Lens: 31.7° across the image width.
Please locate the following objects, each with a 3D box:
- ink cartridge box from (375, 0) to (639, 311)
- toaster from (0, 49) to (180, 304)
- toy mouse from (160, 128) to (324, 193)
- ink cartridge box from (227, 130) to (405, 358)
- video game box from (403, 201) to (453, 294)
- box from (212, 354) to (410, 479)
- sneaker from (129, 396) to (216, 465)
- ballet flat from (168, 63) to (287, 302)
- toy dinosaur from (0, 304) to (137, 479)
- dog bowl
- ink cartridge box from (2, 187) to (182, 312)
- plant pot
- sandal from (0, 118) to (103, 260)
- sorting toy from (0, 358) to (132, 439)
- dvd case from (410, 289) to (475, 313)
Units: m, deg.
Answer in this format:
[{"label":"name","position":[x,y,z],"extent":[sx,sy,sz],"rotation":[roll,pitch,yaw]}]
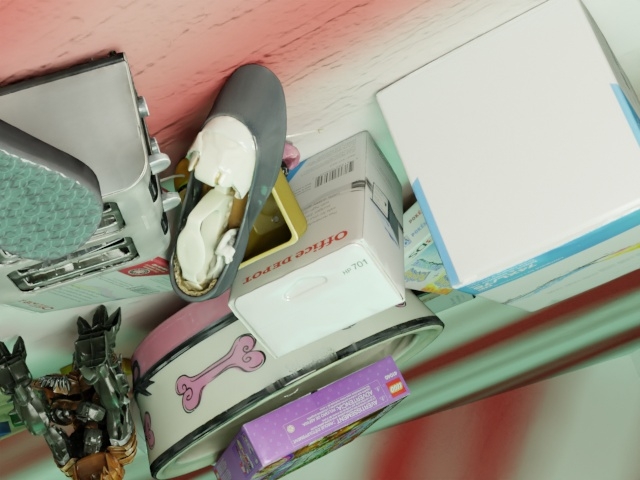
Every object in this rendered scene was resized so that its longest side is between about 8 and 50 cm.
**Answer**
[{"label":"ink cartridge box","position":[0.215,-0.065,1.060],"extent":[0.197,0.198,0.270],"rotation":[-26,162,19]},{"label":"toaster","position":[-0.202,-0.041,0.819],"extent":[0.186,0.110,0.168],"rotation":[-17,163,-8]},{"label":"toy mouse","position":[-0.061,-0.079,0.996],"extent":[0.143,0.031,0.161],"rotation":[-27,162,24]},{"label":"ink cartridge box","position":[0.000,0.000,1.043],"extent":[0.140,0.190,0.082],"rotation":[-25,121,19]},{"label":"video game box","position":[0.164,-0.015,1.347],"extent":[0.187,0.048,0.205],"rotation":[-42,155,20]},{"label":"box","position":[-0.020,0.246,1.432],"extent":[0.201,0.057,0.293],"rotation":[-23,166,-20]},{"label":"sneaker","position":[-0.138,0.286,1.888],"extent":[0.210,0.137,0.366],"rotation":[-24,160,24]},{"label":"ballet flat","position":[-0.077,-0.037,0.883],"extent":[0.074,0.074,0.203],"rotation":[-5,123,-41]},{"label":"toy dinosaur","position":[-0.267,0.206,1.322],"extent":[0.164,0.218,0.322],"rotation":[-29,-150,-21]},{"label":"dog bowl","position":[-0.056,0.142,1.425],"extent":[0.408,0.150,0.408],"rotation":[-27,166,-7]},{"label":"ink cartridge box","position":[-0.202,0.009,0.984],"extent":[0.175,0.072,0.127],"rotation":[-10,166,15]},{"label":"plant pot","position":[-0.057,-0.027,0.974],"extent":[0.081,0.081,0.083],"rotation":[-25,-178,20]},{"label":"sandal","position":[-0.240,-0.068,0.659],"extent":[0.097,0.054,0.254],"rotation":[-38,132,15]},{"label":"sorting toy","position":[-0.423,0.236,1.574],"extent":[0.307,0.041,0.229],"rotation":[-23,163,13]},{"label":"dvd case","position":[0.128,0.116,1.856],"extent":[0.253,0.022,0.180],"rotation":[-22,164,8]}]
